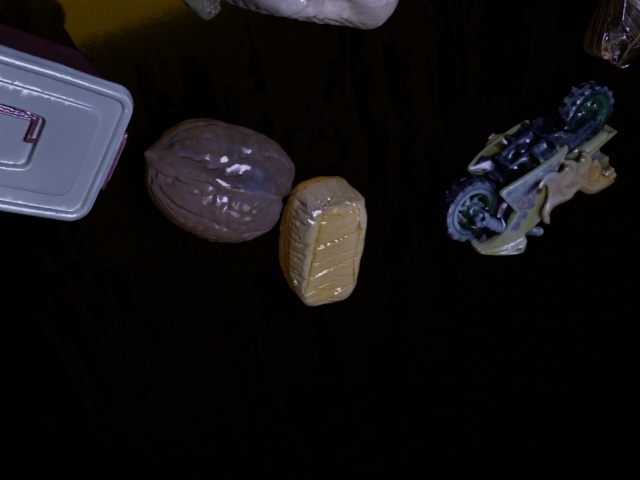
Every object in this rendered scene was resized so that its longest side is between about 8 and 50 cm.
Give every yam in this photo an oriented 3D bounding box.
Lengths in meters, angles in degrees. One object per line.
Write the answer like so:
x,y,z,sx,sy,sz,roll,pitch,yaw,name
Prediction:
-0.169,-0.329,1.037,0.043,0.043,0.094,-49,135,8,yam

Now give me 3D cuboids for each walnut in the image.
-0.151,-0.087,1.160,0.230,0.178,0.178,19,111,-31,walnut

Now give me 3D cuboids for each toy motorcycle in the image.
0.407,-0.119,1.526,0.410,0.169,0.237,-39,138,-3,toy motorcycle

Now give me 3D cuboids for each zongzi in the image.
0.510,-0.480,1.357,0.317,0.154,0.289,29,109,-25,zongzi

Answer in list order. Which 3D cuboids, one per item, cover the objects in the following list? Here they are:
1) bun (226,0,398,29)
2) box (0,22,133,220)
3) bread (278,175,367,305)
-0.019,-0.366,0.935,0.281,0.281,0.205,-1,115,-35,bun
-0.389,-0.158,0.925,0.294,0.167,0.193,12,117,-41,box
0.000,0.000,1.373,0.140,0.106,0.236,-16,131,-27,bread
